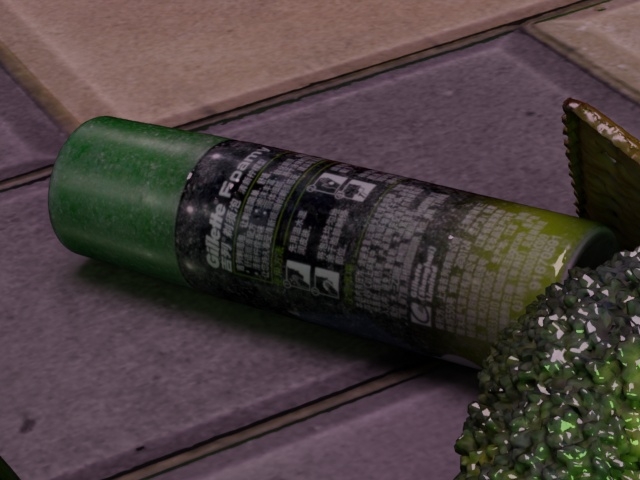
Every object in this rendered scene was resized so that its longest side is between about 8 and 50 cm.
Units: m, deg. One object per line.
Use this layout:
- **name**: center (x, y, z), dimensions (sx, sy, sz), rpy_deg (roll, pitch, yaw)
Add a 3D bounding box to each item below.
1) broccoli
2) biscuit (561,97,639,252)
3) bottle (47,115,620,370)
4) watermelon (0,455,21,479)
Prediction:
- **broccoli**: center (0.155, 0.090, 0.880), dimensions (0.198, 0.226, 0.176), rpy_deg (-21, 46, 20)
- **biscuit**: center (0.183, 0.004, 1.021), dimensions (0.144, 0.203, 0.016), rpy_deg (38, 81, 22)
- **bottle**: center (0.000, 0.000, 1.116), dimensions (0.330, 0.093, 0.093), rpy_deg (14, 36, 29)
- **watermelon**: center (-0.272, 0.142, 0.850), dimensions (0.330, 0.189, 0.331), rpy_deg (-7, 35, 5)
